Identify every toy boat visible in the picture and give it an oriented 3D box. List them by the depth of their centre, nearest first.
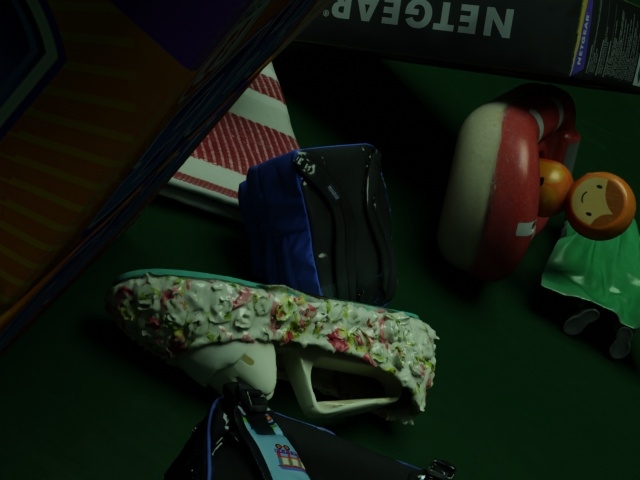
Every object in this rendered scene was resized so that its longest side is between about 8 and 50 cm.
[{"bbox_3d":[0.198,-0.043,1.058,0.151,0.151,0.231,18,25,21],"label":"toy boat"}]

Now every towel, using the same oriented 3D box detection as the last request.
[{"bbox_3d":[-0.127,-0.137,1.005,0.237,0.037,0.329,18,35,-32],"label":"towel"}]

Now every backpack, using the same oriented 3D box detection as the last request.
[{"bbox_3d":[-0.006,0.177,0.586,0.158,0.117,0.173,24,31,-20],"label":"backpack"},{"bbox_3d":[0.000,0.000,0.871,0.098,0.101,0.120,-11,85,-42],"label":"backpack"}]

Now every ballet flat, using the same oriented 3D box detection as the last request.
[{"bbox_3d":[-0.020,0.072,0.769,0.241,0.091,0.077,11,61,-31],"label":"ballet flat"}]

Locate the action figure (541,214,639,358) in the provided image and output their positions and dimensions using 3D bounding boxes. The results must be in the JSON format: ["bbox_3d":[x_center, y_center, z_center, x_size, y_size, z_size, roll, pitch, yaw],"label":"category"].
[{"bbox_3d":[0.267,0.016,1.158,0.137,0.063,0.232,29,34,-7],"label":"action figure"}]

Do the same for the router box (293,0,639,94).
[{"bbox_3d":[0.136,-0.201,1.142,0.309,0.081,0.243,13,9,29],"label":"router box"}]

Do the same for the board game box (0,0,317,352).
[{"bbox_3d":[-0.204,-0.160,0.586,0.356,0.356,0.356,41,29,-5],"label":"board game box"}]

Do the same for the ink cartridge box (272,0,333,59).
[{"bbox_3d":[-0.094,-0.252,0.956,0.235,0.193,0.088,52,15,22],"label":"ink cartridge box"}]
